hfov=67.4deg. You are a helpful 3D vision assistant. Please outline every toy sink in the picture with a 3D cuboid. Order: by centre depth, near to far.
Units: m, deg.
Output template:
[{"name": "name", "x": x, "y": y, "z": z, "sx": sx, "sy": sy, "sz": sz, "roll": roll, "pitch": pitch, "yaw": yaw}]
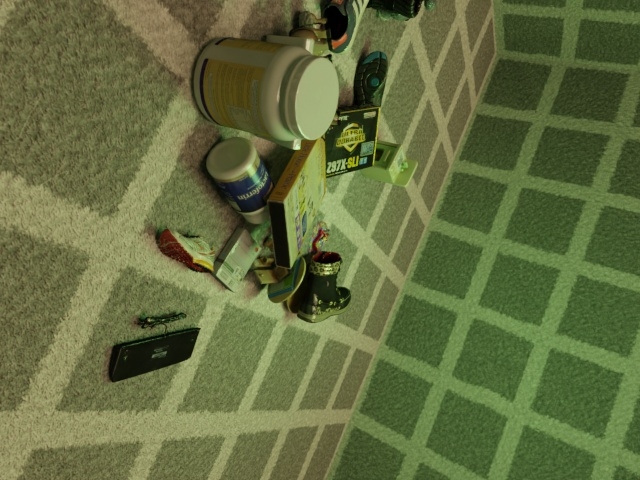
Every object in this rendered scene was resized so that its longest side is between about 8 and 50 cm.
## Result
[{"name": "toy sink", "x": 0.319, "y": -0.369, "z": 2.265, "sx": 0.153, "sy": 0.234, "sz": 0.131, "roll": -62, "pitch": 152, "yaw": -15}]

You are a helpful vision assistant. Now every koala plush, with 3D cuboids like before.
[{"name": "koala plush", "x": 0.346, "y": -0.998, "z": 1.984, "sx": 0.221, "sy": 0.196, "sz": 0.203, "roll": -58, "pitch": 139, "yaw": -22}]

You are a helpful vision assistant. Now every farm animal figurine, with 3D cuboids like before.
[{"name": "farm animal figurine", "x": -0.040, "y": -0.527, "z": 1.534, "sx": 0.330, "sy": 0.172, "sz": 0.327, "roll": -96, "pitch": 179, "yaw": -52}]

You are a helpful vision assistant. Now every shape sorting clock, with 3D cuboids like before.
[{"name": "shape sorting clock", "x": -0.129, "y": 0.145, "z": 1.819, "sx": 0.040, "sy": 0.206, "sz": 0.206, "roll": 32, "pitch": 77, "yaw": -33}]

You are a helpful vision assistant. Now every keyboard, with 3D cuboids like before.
[{"name": "keyboard", "x": -0.481, "y": 0.301, "z": 1.440, "sx": 0.317, "sy": 0.033, "sz": 0.202, "roll": 0, "pitch": 113, "yaw": -63}]

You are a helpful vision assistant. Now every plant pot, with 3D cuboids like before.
[{"name": "plant pot", "x": -0.087, "y": 0.205, "z": 2.105, "sx": 0.236, "sy": 0.032, "sz": 0.236, "roll": -41, "pitch": 140, "yaw": -46}]

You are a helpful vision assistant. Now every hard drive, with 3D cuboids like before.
[{"name": "hard drive", "x": -0.113, "y": -0.449, "z": 1.450, "sx": 0.040, "sy": 0.203, "sz": 0.308, "roll": -8, "pitch": 115, "yaw": -40}]

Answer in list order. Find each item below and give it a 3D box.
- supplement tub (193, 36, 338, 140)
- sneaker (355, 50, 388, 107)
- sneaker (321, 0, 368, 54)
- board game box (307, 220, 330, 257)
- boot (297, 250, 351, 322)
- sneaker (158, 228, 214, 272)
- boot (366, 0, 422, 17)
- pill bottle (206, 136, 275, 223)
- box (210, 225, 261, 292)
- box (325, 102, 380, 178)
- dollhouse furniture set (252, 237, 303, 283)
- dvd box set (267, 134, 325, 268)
[{"name": "supplement tub", "x": -0.143, "y": -0.401, "z": 1.280, "sx": 0.241, "sy": 0.331, "sz": 0.241, "roll": -40, "pitch": 140, "yaw": -45}, {"name": "sneaker", "x": 0.210, "y": -0.632, "z": 2.054, "sx": 0.140, "sy": 0.125, "sz": 0.341, "roll": -51, "pitch": 156, "yaw": -65}, {"name": "sneaker", "x": 0.084, "y": -0.829, "z": 1.645, "sx": 0.148, "sy": 0.131, "sz": 0.350, "roll": -17, "pitch": 122, "yaw": -63}, {"name": "board game box", "x": 0.000, "y": 0.000, "z": 2.131, "sx": 0.133, "sy": 0.033, "sz": 0.169, "roll": 0, "pitch": 107, "yaw": -62}, {"name": "boot", "x": 0.044, "y": 0.191, "z": 2.166, "sx": 0.377, "sy": 0.138, "sz": 0.284, "roll": -14, "pitch": 119, "yaw": -53}, {"name": "sneaker", "x": -0.386, "y": 0.018, "z": 1.397, "sx": 0.225, "sy": 0.088, "sz": 0.093, "roll": 52, "pitch": 41, "yaw": -59}, {"name": "boot", "x": 0.263, "y": -0.998, "z": 1.726, "sx": 0.131, "sy": 0.260, "sz": 0.348, "roll": -37, "pitch": 138, "yaw": -48}, {"name": "pill bottle", "x": -0.227, "y": -0.174, "z": 1.469, "sx": 0.153, "sy": 0.153, "sz": 0.265, "roll": -59, "pitch": 151, "yaw": -22}, {"name": "box", "x": -0.288, "y": 0.066, "z": 1.637, "sx": 0.186, "sy": 0.038, "sz": 0.145, "roll": -60, "pitch": 151, "yaw": -18}, {"name": "box", "x": 0.097, "y": -0.401, "z": 1.929, "sx": 0.322, "sy": 0.079, "sz": 0.257, "roll": -20, "pitch": 127, "yaw": -39}, {"name": "dollhouse furniture set", "x": -0.165, "y": 0.054, "z": 1.742, "sx": 0.151, "sy": 0.144, "sz": 0.123, "roll": -40, "pitch": 161, "yaw": 21}, {"name": "dvd box set", "x": -0.069, "y": -0.156, "z": 1.662, "sx": 0.308, "sy": 0.062, "sz": 0.420, "roll": 88, "pitch": 18, "yaw": -46}]
